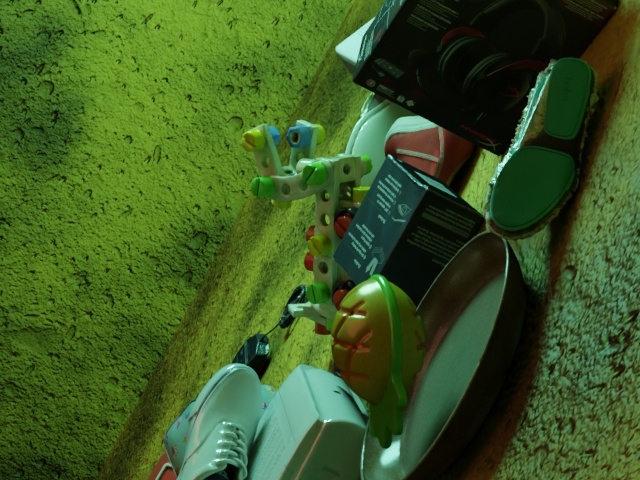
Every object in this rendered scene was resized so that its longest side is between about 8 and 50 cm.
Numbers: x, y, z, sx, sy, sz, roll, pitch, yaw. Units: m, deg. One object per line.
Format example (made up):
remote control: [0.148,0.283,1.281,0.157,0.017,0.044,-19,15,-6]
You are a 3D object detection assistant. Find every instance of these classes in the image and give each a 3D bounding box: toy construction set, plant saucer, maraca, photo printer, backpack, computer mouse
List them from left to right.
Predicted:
backpack: [-0.133,0.299,2.210,0.188,0.144,0.166,-49,42,21]
computer mouse: [-0.084,0.171,2.628,0.242,0.041,0.071,-50,24,29]
photo printer: [-0.033,0.296,1.857,0.256,0.107,0.307,-63,10,5]
toy construction set: [0.000,0.000,2.090,0.151,0.215,0.327,-33,-57,-42]
maraca: [0.064,0.126,1.593,0.127,0.099,0.185,114,152,-60]
plant saucer: [0.136,0.137,1.594,0.310,0.050,0.310,-59,12,20]

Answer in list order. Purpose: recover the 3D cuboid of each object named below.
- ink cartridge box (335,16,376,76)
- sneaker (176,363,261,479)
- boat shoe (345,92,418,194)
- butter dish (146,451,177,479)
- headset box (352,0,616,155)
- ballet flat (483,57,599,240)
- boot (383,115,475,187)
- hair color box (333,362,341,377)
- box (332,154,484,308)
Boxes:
ink cartridge box: [0.184,-0.314,2.216,0.261,0.066,0.296,-39,27,-4]
sneaker: [-0.121,0.274,1.851,0.091,0.094,0.258,-11,56,55]
boat shoe: [0.114,-0.184,2.335,0.305,0.109,0.091,-61,8,-23]
butter dish: [-0.204,0.432,2.361,0.160,0.118,0.160,14,66,39]
headset box: [0.203,-0.274,1.803,0.293,0.218,0.110,-54,15,40]
ballet flat: [0.240,-0.087,1.594,0.077,0.091,0.241,87,-152,-62]
boot: [0.125,-0.080,2.084,0.176,0.088,0.244,-67,14,-10]
hair color box: [0.056,0.133,1.801,0.043,0.072,0.141,-61,-13,-25]
box: [0.107,-0.003,1.879,0.158,0.093,0.156,-61,23,10]
